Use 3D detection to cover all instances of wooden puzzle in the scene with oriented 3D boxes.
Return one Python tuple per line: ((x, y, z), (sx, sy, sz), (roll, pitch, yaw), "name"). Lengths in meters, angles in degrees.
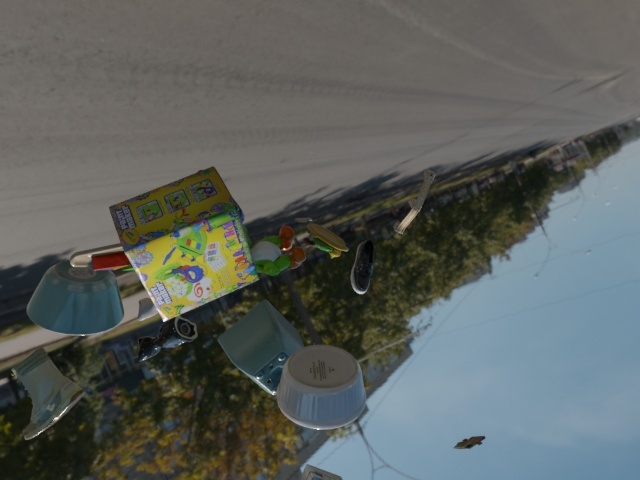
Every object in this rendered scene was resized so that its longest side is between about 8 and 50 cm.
((0.305, 0.414, 1.164), (0.049, 0.006, 0.083), (-17, 169, -32), "wooden puzzle")
((-0.554, 0.044, 1.814), (0.348, 0.080, 0.322), (-16, 173, 13), "wooden puzzle")

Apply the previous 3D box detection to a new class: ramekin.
((0.005, 0.424, 1.704), (0.273, 0.127, 0.273), (2, -155, -1), "ramekin")

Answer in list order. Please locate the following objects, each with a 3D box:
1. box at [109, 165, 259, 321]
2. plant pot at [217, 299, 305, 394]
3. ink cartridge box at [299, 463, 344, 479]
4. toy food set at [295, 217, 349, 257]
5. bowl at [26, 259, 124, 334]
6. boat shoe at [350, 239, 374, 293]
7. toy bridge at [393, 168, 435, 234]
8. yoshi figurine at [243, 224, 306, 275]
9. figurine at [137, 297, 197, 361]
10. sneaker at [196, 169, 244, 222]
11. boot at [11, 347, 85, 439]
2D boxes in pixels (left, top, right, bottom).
((-0.339, 0.013, 1.458), (0.279, 0.177, 0.290), (-24, 140, -14), "box")
((-0.196, 0.428, 2.151), (0.248, 0.247, 0.252), (-40, -146, -2), "plant pot")
((0.015, 0.822, 1.875), (0.191, 0.140, 0.082), (154, -42, -79), "ink cartridge box")
((0.000, 0.000, 2.113), (0.071, 0.218, 0.128), (-60, 165, 18), "toy food set")
((-0.822, 0.173, 1.939), (0.312, 0.163, 0.311), (14, -159, -5), "bowl")
((0.179, 0.098, 2.269), (0.080, 0.228, 0.076), (20, 150, -11), "boat shoe")
((0.247, -0.094, 1.489), (0.188, 0.026, 0.063), (-63, -170, 18), "toy bridge")
((-0.234, 0.039, 2.039), (0.362, 0.202, 0.204), (-13, -168, -32), "yoshi figurine")
((-0.474, 0.232, 1.690), (0.209, 0.214, 0.092), (-29, 144, 27), "figurine")
((-0.355, -0.149, 1.971), (0.081, 0.232, 0.090), (-41, 169, -4), "sneaker")
((-0.693, 0.374, 1.387), (0.213, 0.165, 0.077), (-42, 180, 20), "boot")
